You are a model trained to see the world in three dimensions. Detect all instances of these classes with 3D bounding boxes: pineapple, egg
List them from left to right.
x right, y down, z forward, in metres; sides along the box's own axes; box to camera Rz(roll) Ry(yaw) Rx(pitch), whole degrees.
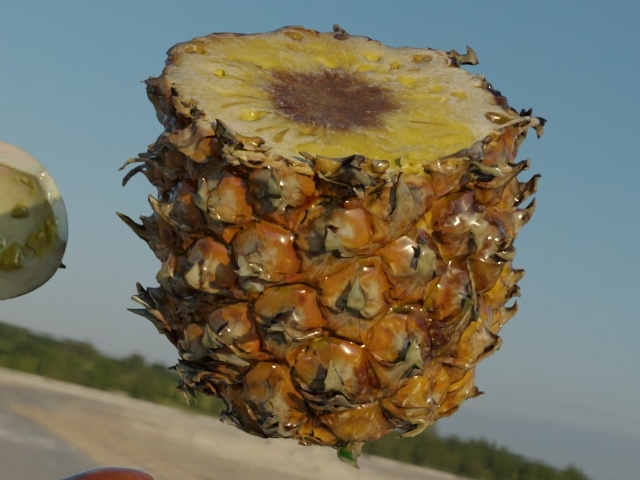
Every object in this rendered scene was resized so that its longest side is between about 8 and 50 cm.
[{"bbox_3d":[-0.447,-0.043,1.807,0.271,0.162,0.206,14,-40,-11],"label":"egg"},{"bbox_3d":[0.003,0.001,1.162,0.352,0.300,0.352,4,21,-2],"label":"pineapple"}]

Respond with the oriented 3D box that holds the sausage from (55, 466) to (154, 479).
[{"bbox_3d":[-0.351,0.397,2.026,0.258,0.133,0.133,-13,5,-27],"label":"sausage"}]
